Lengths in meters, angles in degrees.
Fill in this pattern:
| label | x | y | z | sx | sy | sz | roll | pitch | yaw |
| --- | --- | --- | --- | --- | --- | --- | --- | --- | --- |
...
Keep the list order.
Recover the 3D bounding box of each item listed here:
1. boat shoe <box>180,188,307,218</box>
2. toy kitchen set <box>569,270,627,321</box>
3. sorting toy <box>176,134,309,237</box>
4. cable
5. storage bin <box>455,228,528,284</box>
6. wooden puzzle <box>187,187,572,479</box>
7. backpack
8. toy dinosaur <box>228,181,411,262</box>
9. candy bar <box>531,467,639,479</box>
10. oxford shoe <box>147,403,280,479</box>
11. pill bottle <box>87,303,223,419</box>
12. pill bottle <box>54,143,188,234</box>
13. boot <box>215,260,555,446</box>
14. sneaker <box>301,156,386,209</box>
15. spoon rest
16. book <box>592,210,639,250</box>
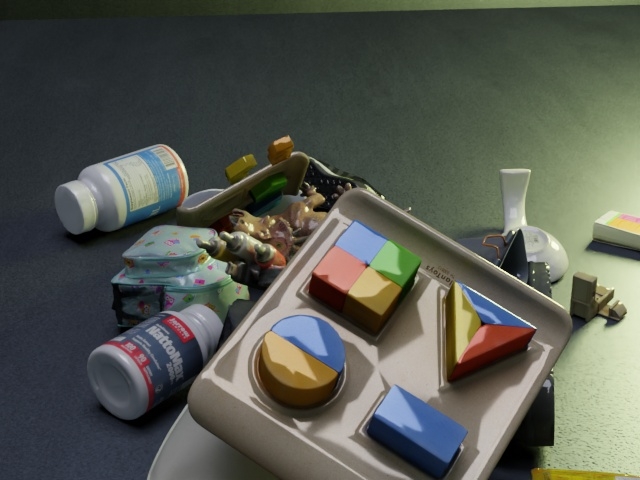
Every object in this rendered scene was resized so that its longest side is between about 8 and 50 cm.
| label | x | y | z | sx | sy | sz | roll | pitch | yaw |
| --- | --- | --- | --- | --- | --- | --- | --- | --- | --- |
| boat shoe | -0.140 | -0.065 | 2.020 | 0.229 | 0.080 | 0.076 | -10 | 10 | -11 |
| toy kitchen set | 0.434 | 0.078 | 1.715 | 0.068 | 0.075 | 0.083 | 21 | 38 | 34 |
| sorting toy | -0.123 | -0.072 | 1.822 | 0.229 | 0.041 | 0.307 | -26 | -10 | -13 |
| cable | -0.055 | 0.043 | 1.636 | 0.140 | 0.072 | 0.287 | 8 | -6 | 28 |
| storage bin | 0.210 | 0.041 | 1.475 | 0.091 | 0.098 | 0.135 | 0 | 31 | 25 |
| wooden puzzle | 0.075 | 0.129 | 1.243 | 0.322 | 0.080 | 0.347 | 32 | 64 | 11 |
| backpack | -0.203 | 0.058 | 1.695 | 0.189 | 0.144 | 0.166 | 10 | 23 | 14 |
| toy dinosaur | 0.000 | 0.000 | 1.833 | 0.296 | 0.127 | 0.200 | 3 | 26 | -2 |
| candy bar | 0.336 | 0.294 | 1.347 | 0.162 | 0.018 | 0.040 | 4 | 30 | 7 |
| oxford shoe | -0.045 | 0.162 | 1.339 | 0.169 | 0.130 | 0.449 | 36 | 69 | 24 |
| pill bottle | -0.217 | 0.158 | 1.527 | 0.108 | 0.107 | 0.180 | 18 | 32 | 33 |
| pill bottle | -0.358 | -0.087 | 2.006 | 0.222 | 0.124 | 0.124 | -23 | 34 | -38 |
| boot | 0.094 | 0.137 | 1.553 | 0.445 | 0.146 | 0.367 | 0 | 24 | 11 |
| sneaker | 0.033 | -0.090 | 2.088 | 0.097 | 0.084 | 0.235 | 9 | 16 | -43 |
| spoon rest | 0.346 | -0.012 | 1.919 | 0.137 | 0.084 | 0.276 | 0 | 40 | 3 |
| book | 0.560 | -0.015 | 1.951 | 0.144 | 0.035 | 0.096 | 16 | 28 | 29 |
